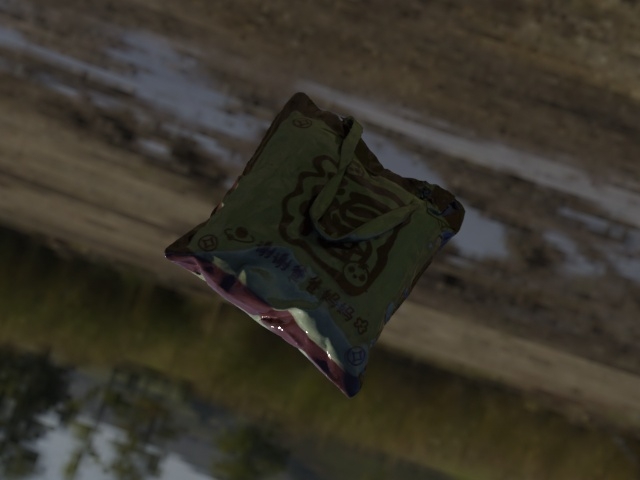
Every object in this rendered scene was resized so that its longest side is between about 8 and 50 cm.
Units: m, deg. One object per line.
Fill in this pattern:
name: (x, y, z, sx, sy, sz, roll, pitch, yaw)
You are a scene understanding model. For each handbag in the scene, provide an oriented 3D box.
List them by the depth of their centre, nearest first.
handbag: (0.000, 0.000, 1.704, 0.213, 0.235, 0.127, 36, 145, 0)
